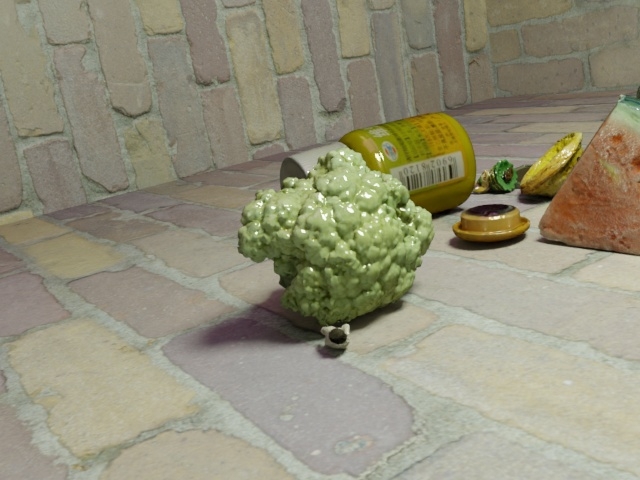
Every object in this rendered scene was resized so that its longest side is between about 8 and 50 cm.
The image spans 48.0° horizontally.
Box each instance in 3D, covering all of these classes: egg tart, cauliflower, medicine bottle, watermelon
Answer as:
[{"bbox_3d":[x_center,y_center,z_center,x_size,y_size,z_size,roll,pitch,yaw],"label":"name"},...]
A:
[{"bbox_3d":[0.514,-0.155,1.564,0.191,0.074,0.191,-44,-2,-1],"label":"egg tart"},{"bbox_3d":[0.011,-0.016,1.111,0.326,0.261,0.281,5,8,-34],"label":"cauliflower"},{"bbox_3d":[0.122,-0.134,1.549,0.384,0.225,0.224,-17,16,-22],"label":"medicine bottle"},{"bbox_3d":[0.516,-0.081,1.163,0.292,0.283,0.250,-36,-1,2],"label":"watermelon"}]

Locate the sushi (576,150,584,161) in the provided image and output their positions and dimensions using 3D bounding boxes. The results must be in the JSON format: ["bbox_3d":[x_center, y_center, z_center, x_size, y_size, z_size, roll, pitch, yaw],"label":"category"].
[{"bbox_3d":[0.625,-0.138,1.429,0.212,0.115,0.147,-4,15,19],"label":"sushi"}]

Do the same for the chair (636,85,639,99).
[{"bbox_3d":[0.799,-0.245,1.489,0.274,0.191,0.203,-7,12,-27],"label":"chair"}]

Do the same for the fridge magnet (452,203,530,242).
[{"bbox_3d":[0.318,-0.032,1.341,0.143,0.063,0.143,-7,13,2],"label":"fridge magnet"}]

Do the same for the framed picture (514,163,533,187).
[{"bbox_3d":[0.547,-0.159,1.742,0.189,0.023,0.260,-22,19,-37],"label":"framed picture"}]

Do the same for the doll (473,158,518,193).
[{"bbox_3d":[0.420,-0.138,1.716,0.078,0.076,0.113,-54,5,-29],"label":"doll"}]

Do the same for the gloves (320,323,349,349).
[{"bbox_3d":[0.020,0.130,0.980,0.044,0.037,0.081,29,5,7],"label":"gloves"}]
